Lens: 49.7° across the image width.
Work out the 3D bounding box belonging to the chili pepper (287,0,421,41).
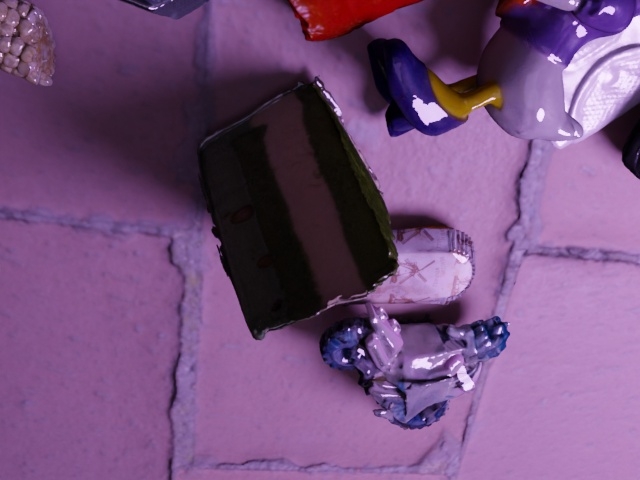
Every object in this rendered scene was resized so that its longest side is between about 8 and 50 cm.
[{"bbox_3d":[0.116,-0.299,0.609,0.338,0.131,0.135,-26,119,6],"label":"chili pepper"}]

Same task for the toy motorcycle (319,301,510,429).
[{"bbox_3d":[0.135,0.137,0.864,0.204,0.108,0.239,-35,142,16],"label":"toy motorcycle"}]

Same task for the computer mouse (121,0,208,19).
[{"bbox_3d":[-0.189,-0.292,0.608,0.231,0.071,0.126,39,93,-16],"label":"computer mouse"}]

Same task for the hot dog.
[{"bbox_3d":[0.093,0.031,0.825,0.191,0.059,0.108,-2,116,-4],"label":"hot dog"}]

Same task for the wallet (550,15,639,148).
[{"bbox_3d":[0.311,-0.190,0.752,0.183,0.032,0.124,-35,114,12],"label":"wallet"}]

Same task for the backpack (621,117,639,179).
[{"bbox_3d":[0.415,-0.124,0.752,0.120,0.106,0.165,0,132,-52],"label":"backpack"}]

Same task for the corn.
[{"bbox_3d":[-0.334,-0.217,0.619,0.210,0.087,0.087,22,113,-21],"label":"corn"}]

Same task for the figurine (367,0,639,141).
[{"bbox_3d":[0.248,-0.201,0.652,0.420,0.154,0.193,-31,106,14],"label":"figurine"}]

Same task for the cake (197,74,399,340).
[{"bbox_3d":[0.001,0.003,0.682,0.158,0.284,0.172,-29,134,8],"label":"cake"}]
